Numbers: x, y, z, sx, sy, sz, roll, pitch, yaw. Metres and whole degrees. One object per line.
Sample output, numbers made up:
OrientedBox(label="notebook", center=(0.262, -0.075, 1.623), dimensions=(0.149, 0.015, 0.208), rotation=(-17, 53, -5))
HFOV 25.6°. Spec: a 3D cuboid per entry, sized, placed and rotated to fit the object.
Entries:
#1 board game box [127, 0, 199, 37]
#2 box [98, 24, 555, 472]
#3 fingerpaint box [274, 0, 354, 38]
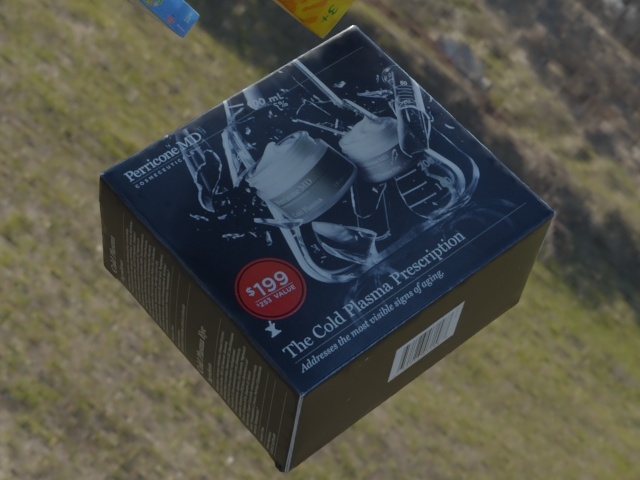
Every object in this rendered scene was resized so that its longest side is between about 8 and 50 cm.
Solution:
OrientedBox(label="board game box", center=(-0.253, -0.326, 1.623), dimensions=(0.211, 0.039, 0.160), rotation=(36, -2, 36))
OrientedBox(label="box", center=(0.000, 0.000, 1.452), dimensions=(0.312, 0.343, 0.179), rotation=(45, -27, 22))
OrientedBox(label="fingerpaint box", center=(0.027, -0.427, 1.107), dimensions=(0.163, 0.445, 0.371), rotation=(43, 5, 25))
